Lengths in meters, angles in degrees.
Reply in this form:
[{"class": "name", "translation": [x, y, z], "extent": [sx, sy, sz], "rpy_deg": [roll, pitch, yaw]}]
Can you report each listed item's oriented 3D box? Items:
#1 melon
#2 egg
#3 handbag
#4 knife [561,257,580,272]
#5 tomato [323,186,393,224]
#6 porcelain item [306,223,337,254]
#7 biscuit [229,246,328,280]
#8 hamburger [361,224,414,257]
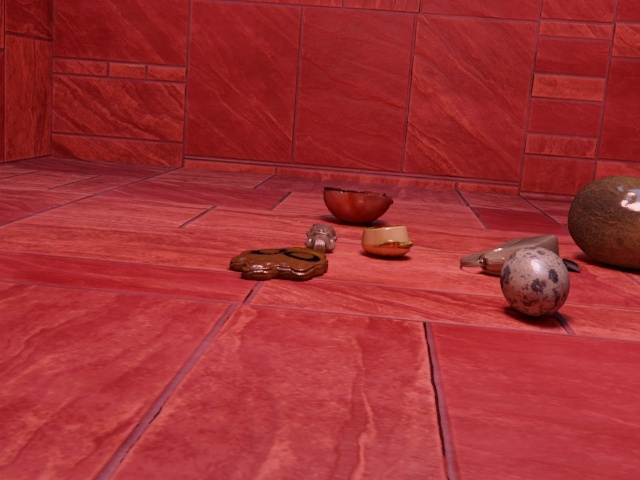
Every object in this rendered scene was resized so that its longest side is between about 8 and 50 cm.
[{"class": "melon", "translation": [0.822, -0.047, 2.158], "extent": [0.248, 0.249, 0.329], "rpy_deg": [-4, 17, -38]}, {"class": "egg", "translation": [0.421, 0.084, 1.579], "extent": [0.132, 0.132, 0.172], "rpy_deg": [4, 22, -2]}, {"class": "handbag", "translation": [0.470, 0.042, 2.019], "extent": [0.219, 0.079, 0.256], "rpy_deg": [-7, 3, 30]}, {"class": "knife", "translation": [0.642, 0.067, 2.086], "extent": [0.060, 0.028, 0.230], "rpy_deg": [21, 12, 18]}, {"class": "tomato", "translation": [0.119, -0.106, 2.569], "extent": [0.228, 0.112, 0.199], "rpy_deg": [11, 5, 38]}, {"class": "porcelain item", "translation": [0.000, 0.000, 2.087], "extent": [0.084, 0.054, 0.213], "rpy_deg": [3, 11, 2]}, {"class": "biscuit", "translation": [-0.092, 0.046, 1.831], "extent": [0.208, 0.041, 0.290], "rpy_deg": [8, 10, 23]}, {"class": "hamburger", "translation": [0.173, 0.003, 2.069], "extent": [0.141, 0.081, 0.126], "rpy_deg": [-4, 2, 33]}]
